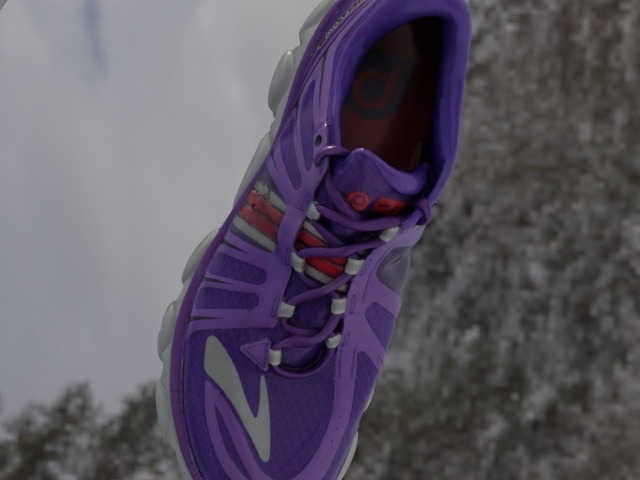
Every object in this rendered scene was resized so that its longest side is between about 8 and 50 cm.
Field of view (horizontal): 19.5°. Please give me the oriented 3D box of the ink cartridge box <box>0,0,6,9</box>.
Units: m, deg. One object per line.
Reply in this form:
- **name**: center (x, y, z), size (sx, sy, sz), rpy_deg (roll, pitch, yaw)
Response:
- **ink cartridge box**: center (-0.247, -0.237, 1.006), size (0.307, 0.223, 0.129), rpy_deg (-46, 37, 38)

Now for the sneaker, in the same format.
- **sneaker**: center (0.000, 0.000, 0.535), size (0.071, 0.068, 0.170), rpy_deg (177, 109, -78)
